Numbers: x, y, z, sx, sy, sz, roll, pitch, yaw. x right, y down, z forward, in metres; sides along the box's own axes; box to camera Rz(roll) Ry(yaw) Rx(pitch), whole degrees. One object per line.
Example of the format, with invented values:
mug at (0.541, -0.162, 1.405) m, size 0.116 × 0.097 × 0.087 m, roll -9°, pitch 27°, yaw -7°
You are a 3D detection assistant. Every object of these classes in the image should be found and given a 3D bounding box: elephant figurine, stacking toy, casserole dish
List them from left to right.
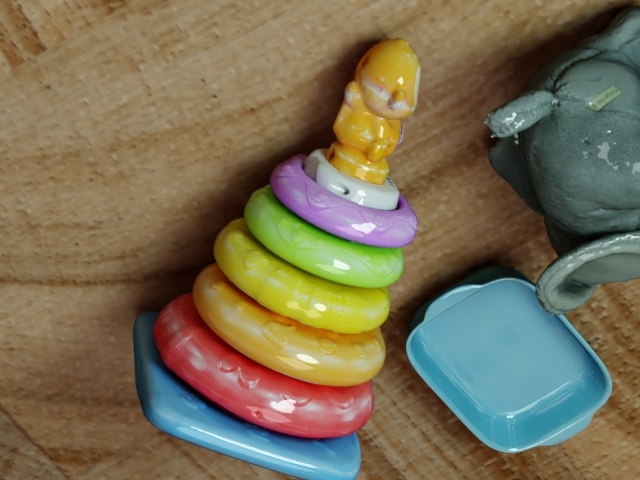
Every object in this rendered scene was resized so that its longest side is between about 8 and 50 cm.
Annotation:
stacking toy at (0.000, 0.000, 1.350) m, size 0.166 × 0.175 × 0.302 m, roll 19°, pitch 109°, yaw -17°
casserole dish at (0.140, 0.086, 1.494) m, size 0.114 × 0.037 × 0.188 m, roll -32°, pitch 126°, yaw 15°
elephant figurine at (0.196, -0.026, 1.354) m, size 0.186 × 0.169 × 0.239 m, roll 25°, pitch 141°, yaw 6°
